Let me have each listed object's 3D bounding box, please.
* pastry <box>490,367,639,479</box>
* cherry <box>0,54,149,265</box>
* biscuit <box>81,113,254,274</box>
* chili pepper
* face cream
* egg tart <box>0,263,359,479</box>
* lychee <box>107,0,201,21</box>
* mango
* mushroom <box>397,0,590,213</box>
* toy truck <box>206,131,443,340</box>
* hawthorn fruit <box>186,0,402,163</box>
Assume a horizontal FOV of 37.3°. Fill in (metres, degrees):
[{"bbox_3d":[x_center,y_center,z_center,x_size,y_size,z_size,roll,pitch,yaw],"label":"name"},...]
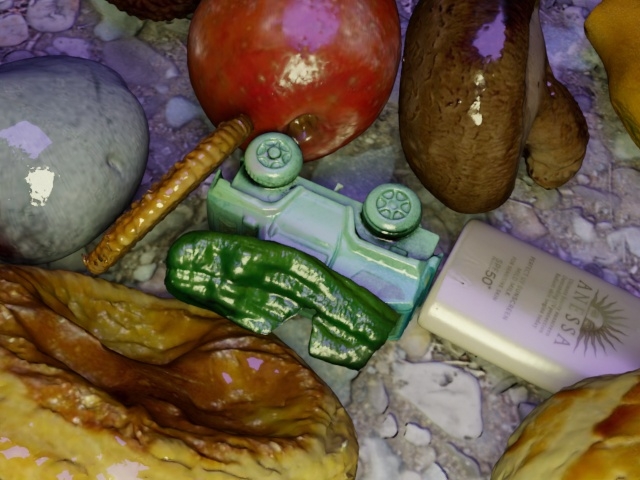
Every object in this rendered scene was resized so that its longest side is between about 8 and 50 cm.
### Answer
[{"bbox_3d":[0.339,0.295,0.865,0.389,0.312,0.388,3,53,-3],"label":"pastry"},{"bbox_3d":[-0.328,-0.095,1.073,0.255,0.218,0.296,16,42,39],"label":"cherry"},{"bbox_3d":[-0.170,-0.054,1.061,0.035,0.254,0.254,47,59,-6],"label":"biscuit"},{"bbox_3d":[-0.042,0.054,0.995,0.253,0.083,0.099,22,90,0],"label":"chili pepper"},{"bbox_3d":[0.301,0.111,1.119,0.349,0.081,0.173,27,57,10],"label":"face cream"},{"bbox_3d":[-0.179,0.172,0.890,0.443,0.178,0.443,22,13,-5],"label":"egg tart"},{"bbox_3d":[-0.214,-0.423,1.319,0.236,0.235,0.271,31,35,12],"label":"lychee"},{"bbox_3d":[0.496,-0.225,1.340,0.187,0.144,0.359,-1,54,-12],"label":"mango"},{"bbox_3d":[0.199,-0.200,1.182,0.239,0.345,0.345,-18,59,4],"label":"mushroom"},{"bbox_3d":[0.000,0.000,1.108,0.279,0.155,0.156,23,64,7],"label":"toy truck"},{"bbox_3d":[-0.035,-0.238,1.187,0.284,0.284,0.284,4,56,-6],"label":"hawthorn fruit"}]
